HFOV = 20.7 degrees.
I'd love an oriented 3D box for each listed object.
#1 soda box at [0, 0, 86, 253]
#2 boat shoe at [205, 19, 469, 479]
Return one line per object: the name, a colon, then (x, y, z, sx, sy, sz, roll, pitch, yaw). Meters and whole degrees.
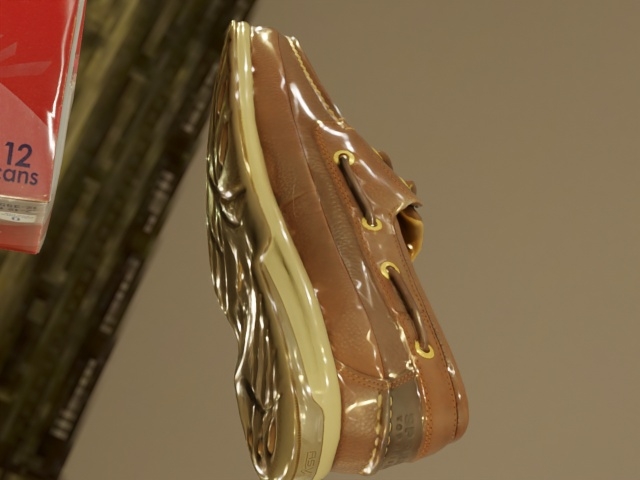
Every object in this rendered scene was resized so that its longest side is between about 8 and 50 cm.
soda box: (-0.201, -0.060, 0.493, 0.092, 0.263, 0.083, 142, -44, -76)
boat shoe: (0.000, 0.000, 0.531, 0.178, 0.060, 0.064, -104, -161, -44)
